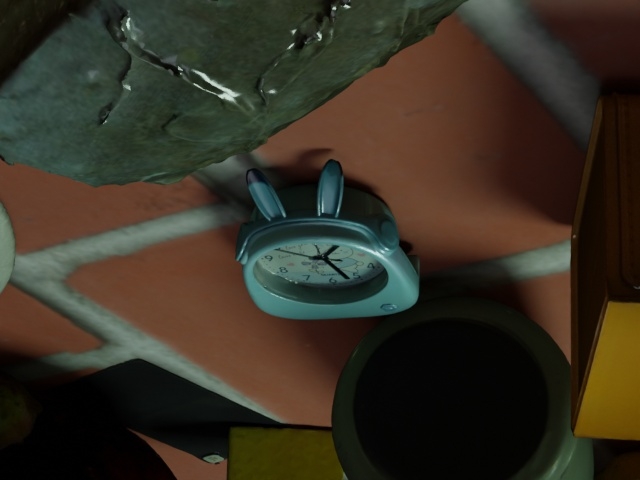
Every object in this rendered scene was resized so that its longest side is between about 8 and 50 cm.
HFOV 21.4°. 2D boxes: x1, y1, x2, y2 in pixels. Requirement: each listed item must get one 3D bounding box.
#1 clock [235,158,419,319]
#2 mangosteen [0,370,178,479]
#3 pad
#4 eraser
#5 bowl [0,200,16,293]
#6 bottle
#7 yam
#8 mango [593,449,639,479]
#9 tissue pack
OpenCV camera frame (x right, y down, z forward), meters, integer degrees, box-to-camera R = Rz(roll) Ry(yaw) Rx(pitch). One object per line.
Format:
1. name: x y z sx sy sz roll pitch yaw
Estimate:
1. clock: 0.000 0.001 1.053 0.108 0.045 0.147 -4 151 12
2. mangosteen: -0.242 0.250 1.307 0.311 0.311 0.311 3 152 1
3. pad: -0.117 0.141 1.378 0.116 0.004 0.193 -20 143 36
4. eraser: -0.030 0.217 1.377 0.097 0.122 0.045 4 154 -3
5. bowl: -0.417 0.060 1.052 0.435 0.196 0.435 2 153 1
6. bottle: 0.124 0.172 1.242 0.168 0.168 0.347 -4 156 14
7. yam: -0.013 -0.155 0.617 0.201 0.202 0.271 -4 160 -37
8. mango: 0.312 0.260 1.408 0.236 0.136 0.166 38 163 -24
9. tissue pack: 0.284 0.018 0.948 0.275 0.145 0.194 2 154 2
